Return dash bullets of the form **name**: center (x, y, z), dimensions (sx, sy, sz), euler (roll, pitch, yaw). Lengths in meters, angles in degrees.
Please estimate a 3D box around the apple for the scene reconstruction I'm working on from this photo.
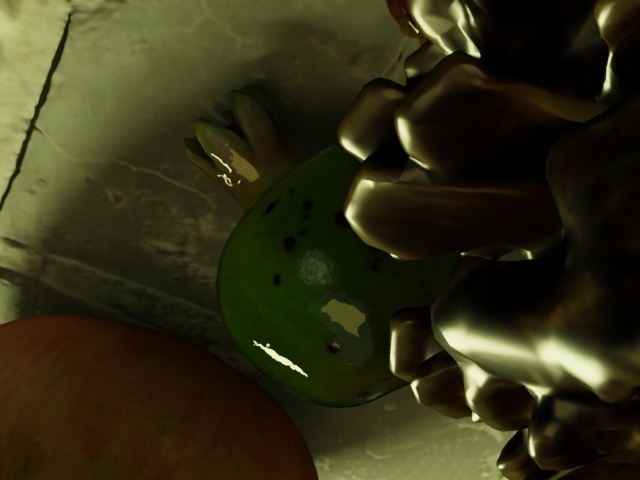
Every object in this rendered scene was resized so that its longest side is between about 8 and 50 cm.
- **apple**: center (-0.181, 0.242, 1.186), dimensions (0.364, 0.364, 0.364), euler (7, 136, 7)

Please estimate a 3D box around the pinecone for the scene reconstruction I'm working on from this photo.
- **pinecone**: center (0.219, 0.005, 0.743), dimensions (0.398, 0.397, 0.397), euler (7, 136, 7)

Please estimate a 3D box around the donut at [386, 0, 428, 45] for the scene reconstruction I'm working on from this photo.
- **donut**: center (0.099, -0.184, 0.838), dimensions (0.126, 0.144, 0.186), euler (28, 164, 13)

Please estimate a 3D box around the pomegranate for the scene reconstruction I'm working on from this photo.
- **pomegranate**: center (0.001, -0.001, 1.030), dimensions (0.225, 0.187, 0.187), euler (48, 132, 5)
